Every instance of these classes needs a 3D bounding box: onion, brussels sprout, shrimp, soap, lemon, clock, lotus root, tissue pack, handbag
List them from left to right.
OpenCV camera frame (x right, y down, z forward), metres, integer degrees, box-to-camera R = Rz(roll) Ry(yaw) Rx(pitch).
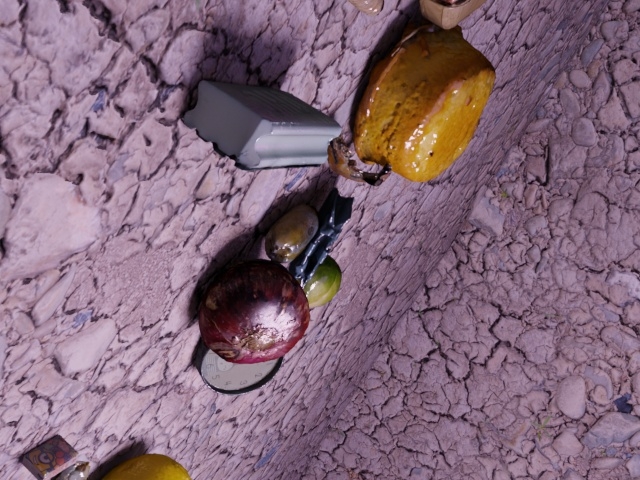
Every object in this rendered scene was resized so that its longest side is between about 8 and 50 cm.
[{"bbox_3d":[-0.553,0.502,1.536,0.161,0.049,0.166,-50,153,-5],"label":"shrimp"},{"bbox_3d":[-0.510,0.414,1.442,0.083,0.063,0.035,-24,143,-53],"label":"tissue pack"},{"bbox_3d":[-0.415,0.620,1.759,0.236,0.236,0.263,-60,175,18],"label":"lemon"},{"bbox_3d":[-0.187,0.277,1.804,0.215,0.042,0.214,-12,125,-17],"label":"clock"},{"bbox_3d":[-0.145,0.150,1.638,0.246,0.190,0.246,-15,134,-16],"label":"onion"},{"bbox_3d":[-0.085,-0.191,1.254,0.094,0.150,0.261,-58,161,22],"label":"soap"},{"bbox_3d":[-0.057,-0.023,1.691,0.192,0.088,0.113,-51,173,-50],"label":"lotus root"},{"bbox_3d":[-0.016,0.102,1.962,0.155,0.117,0.155,-23,146,-17],"label":"brussels sprout"},{"bbox_3d":[0.000,0.000,1.781,0.229,0.062,0.179,-58,-172,24],"label":"handbag"},{"bbox_3d":[0.078,-0.175,1.664,0.046,0.152,0.219,-64,158,-17],"label":"shrimp"}]

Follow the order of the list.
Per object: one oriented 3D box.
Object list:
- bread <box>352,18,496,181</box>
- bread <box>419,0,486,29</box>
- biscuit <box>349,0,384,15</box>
[{"bbox_3d":[0.239,-0.305,1.702,0.337,0.204,0.358,-37,152,-38],"label":"bread"},{"bbox_3d":[0.297,-0.547,1.535,0.224,0.142,0.212,-42,161,-26],"label":"bread"},{"bbox_3d":[0.055,-0.438,1.298,0.219,0.055,0.061,1,87,-68],"label":"biscuit"}]
